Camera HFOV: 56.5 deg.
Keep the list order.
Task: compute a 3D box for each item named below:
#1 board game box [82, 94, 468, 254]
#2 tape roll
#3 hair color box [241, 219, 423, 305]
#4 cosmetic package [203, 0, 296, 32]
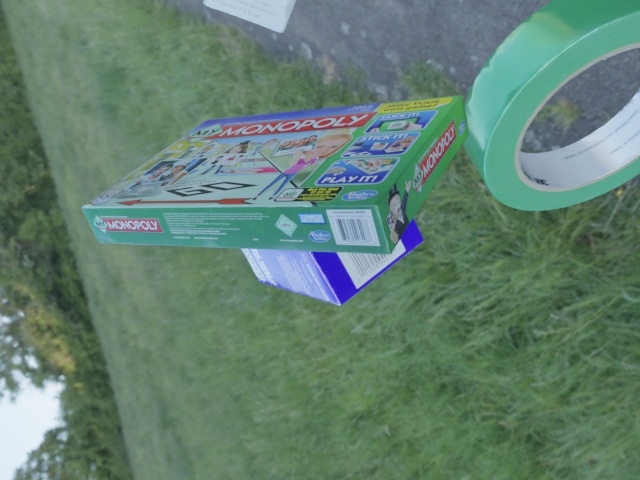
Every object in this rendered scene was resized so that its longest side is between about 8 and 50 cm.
[{"bbox_3d":[-0.043,-0.067,0.574,0.317,0.213,0.046,1,124,31],"label":"board game box"},{"bbox_3d":[0.346,-0.173,0.769,0.321,0.321,0.077,82,171,-52],"label":"tape roll"},{"bbox_3d":[0.000,0.000,1.047,0.110,0.185,0.339,60,158,-15],"label":"hair color box"},{"bbox_3d":[-0.098,-0.494,1.021,0.183,0.151,0.151,122,157,-49],"label":"cosmetic package"}]
